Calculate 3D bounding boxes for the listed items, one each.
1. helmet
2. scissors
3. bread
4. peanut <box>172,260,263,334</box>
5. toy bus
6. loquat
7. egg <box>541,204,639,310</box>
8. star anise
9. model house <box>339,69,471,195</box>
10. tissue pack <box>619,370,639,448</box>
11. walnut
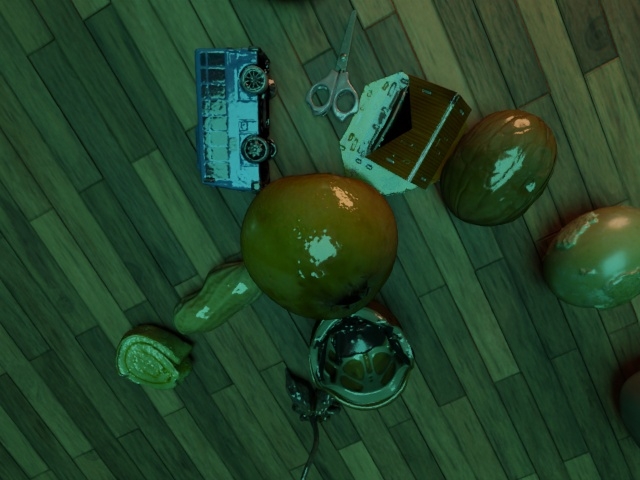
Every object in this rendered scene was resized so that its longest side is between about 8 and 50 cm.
[{"bbox_3d":[0.075,0.202,0.813,0.198,0.130,0.225,-15,115,10],"label":"helmet"},{"bbox_3d":[0.037,-0.310,0.746,0.100,0.015,0.189,15,98,9],"label":"scissors"},{"bbox_3d":[-0.341,0.243,0.869,0.156,0.064,0.118,27,107,-6],"label":"bread"},{"bbox_3d":[-0.201,0.113,0.819,0.214,0.090,0.099,-38,112,9],"label":"peanut"},{"bbox_3d":[-0.147,-0.202,0.731,0.133,0.116,0.234,1,102,1],"label":"toy bus"},{"bbox_3d":[0.000,0.000,0.698,0.262,0.263,0.263,0,104,2],"label":"loquat"},{"bbox_3d":[0.497,0.031,0.741,0.164,0.164,0.201,36,109,-7],"label":"egg"},{"bbox_3d":[-0.043,0.391,0.825,0.148,0.227,0.218,34,113,-13],"label":"star anise"},{"bbox_3d":[0.143,-0.168,0.717,0.207,0.136,0.219,28,103,-5],"label":"model house"},{"bbox_3d":[0.751,0.305,0.763,0.332,0.229,0.236,-28,102,7],"label":"tissue pack"},{"bbox_3d":[0.301,-0.119,0.712,0.167,0.167,0.207,33,107,-6],"label":"walnut"}]
